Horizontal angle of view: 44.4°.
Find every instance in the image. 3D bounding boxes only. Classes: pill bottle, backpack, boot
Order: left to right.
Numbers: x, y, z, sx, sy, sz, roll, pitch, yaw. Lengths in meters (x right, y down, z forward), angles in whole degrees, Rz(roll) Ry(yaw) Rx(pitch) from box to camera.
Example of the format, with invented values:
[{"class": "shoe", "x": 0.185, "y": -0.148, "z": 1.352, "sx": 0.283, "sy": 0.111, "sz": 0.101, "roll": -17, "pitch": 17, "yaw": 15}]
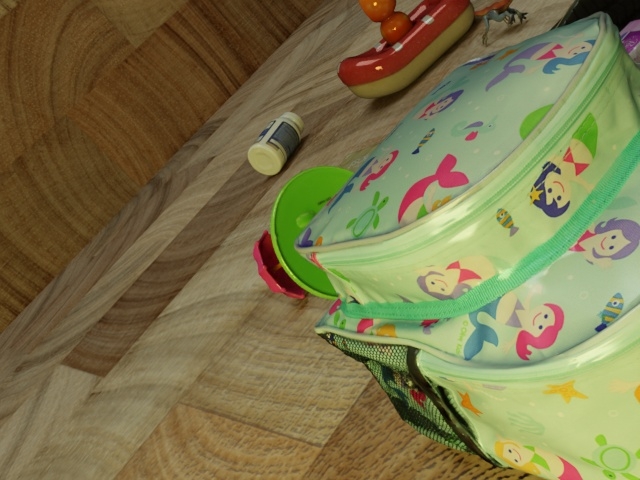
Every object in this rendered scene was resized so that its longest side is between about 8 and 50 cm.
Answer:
[{"class": "pill bottle", "x": -0.076, "y": -0.177, "z": 1.406, "sx": 0.067, "sy": 0.067, "sz": 0.120, "roll": -24, "pitch": 26, "yaw": 45}, {"class": "backpack", "x": 0.126, "y": 0.002, "z": 0.409, "sx": 0.225, "sy": 0.191, "sz": 0.253, "roll": -47, "pitch": 23, "yaw": -16}, {"class": "boot", "x": 0.246, "y": -0.203, "z": 0.786, "sx": 0.198, "sy": 0.077, "sz": 0.137, "roll": -40, "pitch": 13, "yaw": 5}]

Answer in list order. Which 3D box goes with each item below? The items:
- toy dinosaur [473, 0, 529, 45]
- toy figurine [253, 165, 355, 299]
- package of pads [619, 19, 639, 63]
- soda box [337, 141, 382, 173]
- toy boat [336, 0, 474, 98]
[{"class": "toy dinosaur", "x": 0.238, "y": -0.310, "z": 1.054, "sx": 0.047, "sy": 0.090, "sz": 0.082, "roll": -33, "pitch": 46, "yaw": -20}, {"class": "toy figurine", "x": 0.000, "y": 0.000, "z": 0.811, "sx": 0.173, "sy": 0.130, "sz": 0.159, "roll": -28, "pitch": 0, "yaw": -28}, {"class": "package of pads", "x": 0.273, "y": -0.161, "z": 0.692, "sx": 0.083, "sy": 0.032, "sz": 0.050, "roll": -46, "pitch": 17, "yaw": -9}, {"class": "soda box", "x": 0.080, "y": -0.072, "z": 0.857, "sx": 0.061, "sy": 0.058, "sz": 0.181, "roll": -52, "pitch": 21, "yaw": -25}, {"class": "toy boat", "x": 0.114, "y": -0.332, "z": 1.220, "sx": 0.231, "sy": 0.151, "sz": 0.151, "roll": -43, "pitch": 18, "yaw": 0}]
